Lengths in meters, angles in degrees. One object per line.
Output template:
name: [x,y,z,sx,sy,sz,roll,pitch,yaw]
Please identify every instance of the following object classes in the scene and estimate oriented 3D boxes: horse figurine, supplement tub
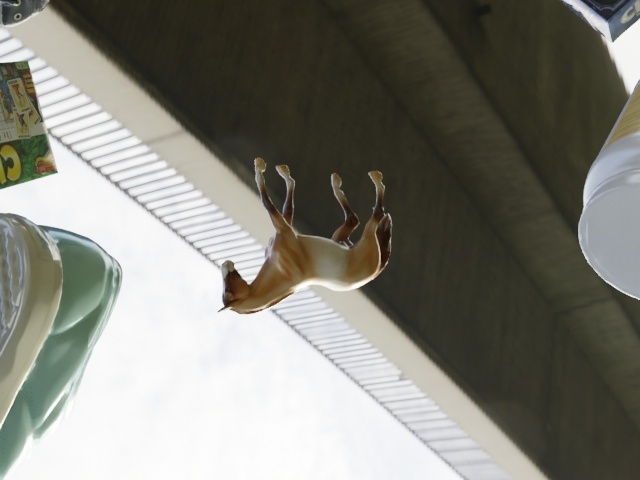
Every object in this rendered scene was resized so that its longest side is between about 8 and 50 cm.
horse figurine: [0.000,0.000,1.221,0.263,0.066,0.174,4,-99,-38]
supplement tub: [0.512,-0.094,1.451,0.331,0.241,0.241,-53,-56,-38]

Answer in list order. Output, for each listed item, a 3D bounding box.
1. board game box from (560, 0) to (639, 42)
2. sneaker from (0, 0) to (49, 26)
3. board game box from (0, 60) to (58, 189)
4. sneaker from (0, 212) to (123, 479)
board game box: [0.326,-0.333,1.038,0.165,0.243,0.042,49,-178,30]
sneaker: [-0.269,-0.221,0.770,0.086,0.163,0.226,43,-137,10]
board game box: [-0.361,-0.113,1.071,0.259,0.030,0.136,-41,-59,-71]
sneaker: [-0.263,0.152,0.800,0.135,0.366,0.150,43,-165,30]
